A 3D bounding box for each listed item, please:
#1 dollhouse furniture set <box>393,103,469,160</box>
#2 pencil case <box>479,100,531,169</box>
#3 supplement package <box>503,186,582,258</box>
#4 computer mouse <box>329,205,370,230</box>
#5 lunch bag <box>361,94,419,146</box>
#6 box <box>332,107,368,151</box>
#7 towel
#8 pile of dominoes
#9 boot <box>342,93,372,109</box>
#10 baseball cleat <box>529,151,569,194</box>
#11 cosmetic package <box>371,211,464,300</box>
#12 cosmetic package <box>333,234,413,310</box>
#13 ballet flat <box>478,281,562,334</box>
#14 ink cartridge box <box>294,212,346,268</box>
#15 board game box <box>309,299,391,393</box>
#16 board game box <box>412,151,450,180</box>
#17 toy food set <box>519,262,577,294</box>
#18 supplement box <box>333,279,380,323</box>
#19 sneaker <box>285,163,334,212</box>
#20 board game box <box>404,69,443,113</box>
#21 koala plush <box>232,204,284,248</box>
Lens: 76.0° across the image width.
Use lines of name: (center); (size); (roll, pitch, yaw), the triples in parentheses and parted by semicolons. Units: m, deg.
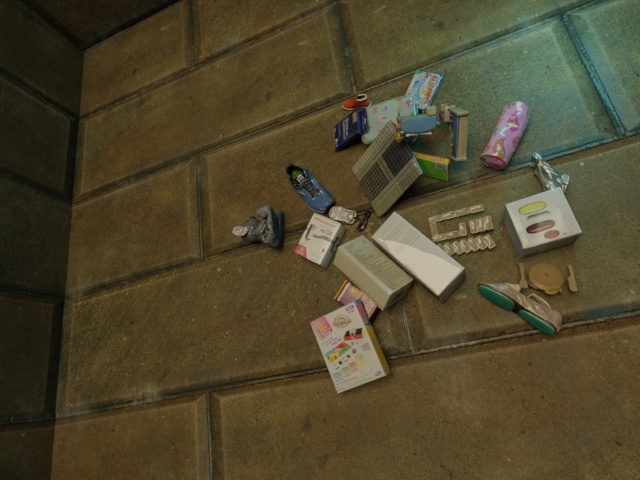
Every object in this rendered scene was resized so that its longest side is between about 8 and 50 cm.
dollhouse furniture set: (0.452, -0.460, 1.779); (0.303, 0.286, 0.198); (-5, 116, 2)
pencil case: (0.787, -0.446, 1.740); (0.124, 0.124, 0.284); (23, 82, 27)
supplement package: (0.841, -0.063, 1.572); (0.203, 0.149, 0.194); (-19, 67, 15)
computer mouse: (0.135, -0.114, 1.939); (0.192, 0.042, 0.106); (18, 85, 20)
lunch bag: (0.336, -0.561, 1.951); (0.278, 0.108, 0.224); (-8, 70, 26)
box: (0.143, -0.548, 2.014); (0.225, 0.036, 0.137); (-25, 61, 47)
towel: (0.296, -0.315, 1.849); (0.324, 0.056, 0.312); (-48, 59, 43)
pile of dominoes: (0.600, -0.034, 1.737); (0.251, 0.040, 0.196); (-14, 69, 26)
boot: (0.176, -0.712, 2.089); (0.157, 0.084, 0.059); (3, 76, 25)
baseball cleat: (0.931, -0.271, 1.658); (0.109, 0.072, 0.206); (-13, 73, 3)
cosmetic package: (0.403, 0.072, 1.682); (0.155, 0.197, 0.365); (-48, 64, 1)
cosmetic package: (0.220, 0.131, 1.745); (0.160, 0.113, 0.309); (-24, 54, -35)
ballet flat: (0.758, 0.230, 1.553); (0.316, 0.108, 0.106); (35, 68, 22)
ink cartridge box: (0.000, 0.000, 1.927); (0.158, 0.092, 0.218); (24, 82, 26)
board game box: (0.118, 0.439, 1.699); (0.242, 0.064, 0.317); (-30, 73, 25)
board game box: (0.448, -0.340, 1.834); (0.259, 0.124, 0.039); (17, 68, 25)
toy food set: (0.855, 0.144, 1.555); (0.191, 0.039, 0.133); (3, 55, 16)
supplement box: (0.167, 0.265, 1.779); (0.188, 0.081, 0.104); (32, 87, 27)
sneaker: (-0.068, -0.259, 2.007); (0.130, 0.147, 0.330); (-47, 63, 2)
board game box: (0.492, -0.722, 1.989); (0.136, 0.035, 0.201); (21, 83, 26)
koala plush: (-0.308, -0.049, 2.018); (0.221, 0.196, 0.204); (-8, 80, 15)
